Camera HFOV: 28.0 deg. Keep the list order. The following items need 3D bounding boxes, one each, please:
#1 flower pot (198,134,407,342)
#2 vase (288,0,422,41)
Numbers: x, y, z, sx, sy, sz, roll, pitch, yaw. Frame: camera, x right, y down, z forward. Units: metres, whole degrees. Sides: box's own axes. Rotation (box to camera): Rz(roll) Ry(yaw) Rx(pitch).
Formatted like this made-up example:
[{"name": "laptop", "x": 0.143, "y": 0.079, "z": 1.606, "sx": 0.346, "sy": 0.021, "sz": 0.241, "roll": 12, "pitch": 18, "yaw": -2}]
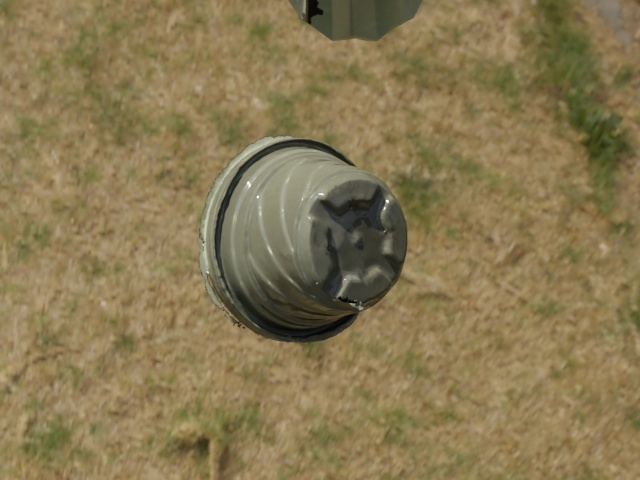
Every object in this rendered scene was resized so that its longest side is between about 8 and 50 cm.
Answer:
[{"name": "flower pot", "x": 0.000, "y": 0.000, "z": 1.368, "sx": 0.235, "sy": 0.140, "sz": 0.235, "roll": -1, "pitch": 92, "yaw": -34}, {"name": "vase", "x": 0.027, "y": -0.331, "z": 1.220, "sx": 0.165, "sy": 0.360, "sz": 0.165, "roll": -1, "pitch": 69, "yaw": 4}]
